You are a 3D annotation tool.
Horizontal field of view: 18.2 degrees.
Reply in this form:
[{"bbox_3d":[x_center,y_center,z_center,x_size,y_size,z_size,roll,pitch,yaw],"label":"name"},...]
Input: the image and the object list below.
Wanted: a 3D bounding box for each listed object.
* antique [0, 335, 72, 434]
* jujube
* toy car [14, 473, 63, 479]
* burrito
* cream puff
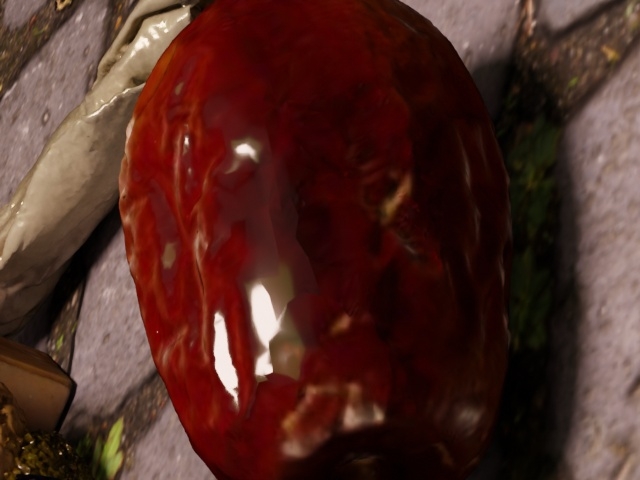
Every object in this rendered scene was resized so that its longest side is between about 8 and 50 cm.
[{"bbox_3d":[-0.303,0.227,1.573,0.310,0.087,0.093,-66,26,2],"label":"antique"},{"bbox_3d":[0.000,0.000,1.091,0.223,0.223,0.318,-46,38,35],"label":"jujube"},{"bbox_3d":[-0.132,0.255,1.151,0.255,0.188,0.190,-36,49,40],"label":"toy car"},{"bbox_3d":[-0.195,-0.054,1.577,0.392,0.076,0.117,-53,-8,21],"label":"burrito"},{"bbox_3d":[-0.244,0.193,1.429,0.183,0.169,0.183,-62,10,19],"label":"cream puff"}]
